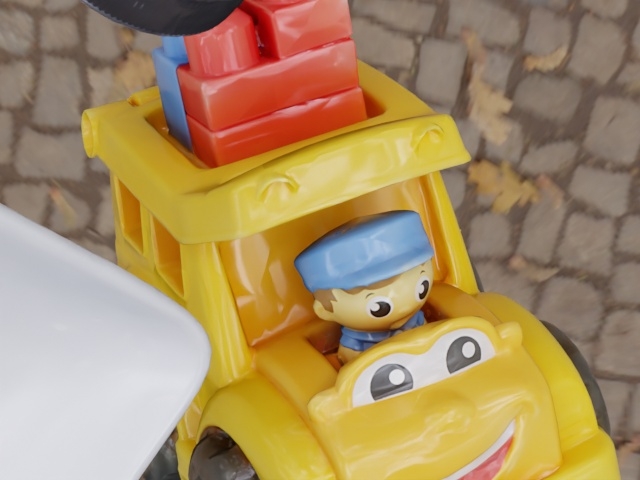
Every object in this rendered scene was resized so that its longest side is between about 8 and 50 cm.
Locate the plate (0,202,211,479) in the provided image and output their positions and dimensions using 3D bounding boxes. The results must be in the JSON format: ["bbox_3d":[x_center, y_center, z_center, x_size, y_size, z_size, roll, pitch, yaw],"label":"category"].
[{"bbox_3d":[-0.194,0.071,0.340,0.278,0.277,0.045,-54,42,2],"label":"plate"}]

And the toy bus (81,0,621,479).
[{"bbox_3d":[0.000,0.000,0.627,0.149,0.220,0.211,-17,118,-18],"label":"toy bus"}]

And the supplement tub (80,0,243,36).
[{"bbox_3d":[0.003,-0.131,0.390,0.106,0.198,0.106,22,48,-26],"label":"supplement tub"}]
